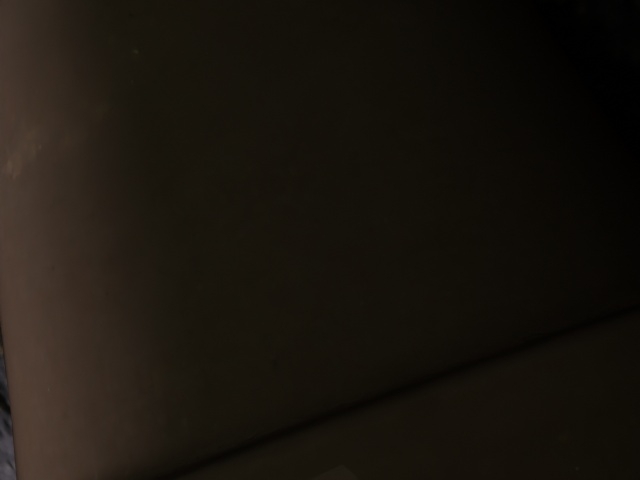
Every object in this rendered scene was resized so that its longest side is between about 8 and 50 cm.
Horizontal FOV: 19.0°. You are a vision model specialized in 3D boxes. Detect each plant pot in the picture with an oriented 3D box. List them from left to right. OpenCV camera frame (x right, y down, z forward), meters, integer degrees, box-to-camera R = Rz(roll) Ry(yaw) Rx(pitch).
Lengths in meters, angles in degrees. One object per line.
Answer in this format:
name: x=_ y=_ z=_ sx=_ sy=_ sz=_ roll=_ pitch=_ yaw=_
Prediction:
plant pot: x=0.000 y=0.000 z=0.596 sx=0.263 sy=0.263 sz=0.229 roll=-23 pitch=81 yaw=29
